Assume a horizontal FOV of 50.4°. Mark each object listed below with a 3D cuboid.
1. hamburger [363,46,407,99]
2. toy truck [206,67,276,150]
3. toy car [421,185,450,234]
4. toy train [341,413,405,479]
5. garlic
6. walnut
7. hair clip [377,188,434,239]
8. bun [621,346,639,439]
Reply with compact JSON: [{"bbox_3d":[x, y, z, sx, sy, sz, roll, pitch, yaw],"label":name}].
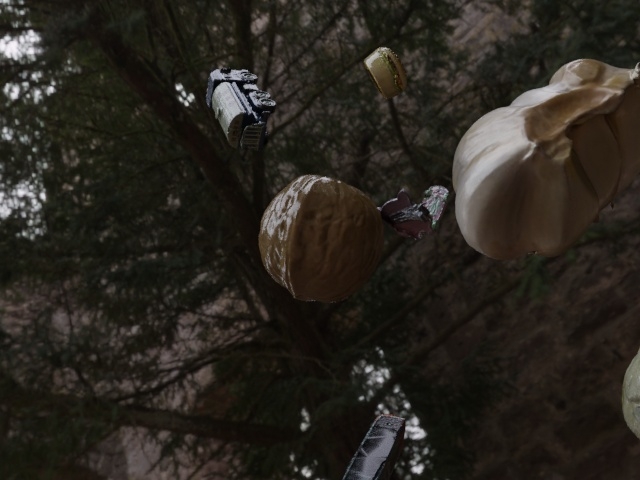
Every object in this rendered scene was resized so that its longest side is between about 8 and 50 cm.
[{"bbox_3d":[0.165,-0.415,1.678,0.081,0.127,0.141,-31,-2,7],"label":"hamburger"},{"bbox_3d":[-0.131,-0.211,1.106,0.088,0.202,0.074,-1,-53,-23],"label":"toy truck"},{"bbox_3d":[0.305,-0.081,1.848,0.055,0.069,0.142,46,-116,-53],"label":"toy car"},{"bbox_3d":[0.122,0.555,1.639,0.086,0.409,0.089,0,-74,21],"label":"toy train"},{"bbox_3d":[0.268,-0.087,0.820,0.281,0.184,0.203,-46,-47,-22],"label":"garlic"},{"bbox_3d":[0.000,0.000,1.199,0.228,0.228,0.228,-17,-38,-13],"label":"walnut"},{"bbox_3d":[0.227,-0.059,1.756,0.146,0.056,0.187,38,-23,-14],"label":"hair clip"},{"bbox_3d":[0.765,0.270,1.391,0.365,0.219,0.365,-44,-7,-7],"label":"bun"}]
